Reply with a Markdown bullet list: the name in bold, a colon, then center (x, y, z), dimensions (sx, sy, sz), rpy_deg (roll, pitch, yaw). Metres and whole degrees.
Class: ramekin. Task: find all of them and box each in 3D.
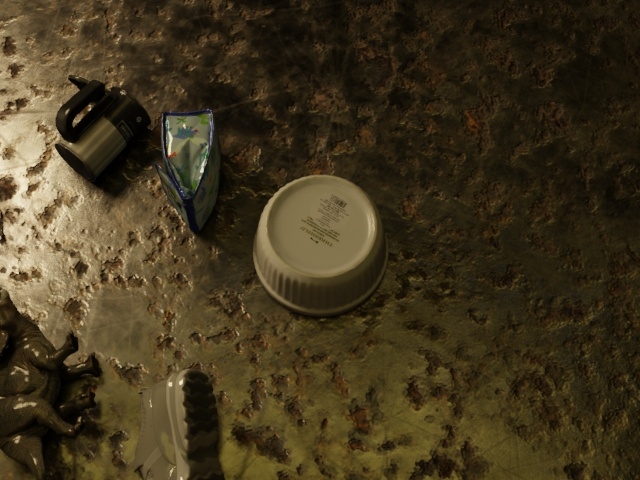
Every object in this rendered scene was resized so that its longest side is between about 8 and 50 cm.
- **ramekin**: center (0.000, 0.000, 1.493), dimensions (0.207, 0.109, 0.207), rpy_deg (0, 65, 0)

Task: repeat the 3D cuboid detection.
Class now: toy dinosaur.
- **toy dinosaur**: center (-0.404, 0.219, 1.405), dimensions (0.160, 0.121, 0.313), rpy_deg (-12, 70, 7)

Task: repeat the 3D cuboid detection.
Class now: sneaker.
- **sneaker**: center (-0.199, 0.323, 1.371), dimensions (0.115, 0.105, 0.281), rpy_deg (-15, 66, 30)

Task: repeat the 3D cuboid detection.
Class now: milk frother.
- **milk frother**: center (-0.371, -0.187, 1.592), dimensions (0.135, 0.129, 0.143), rpy_deg (-49, 32, -20)

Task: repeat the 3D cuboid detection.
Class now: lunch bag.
- **lunch bag**: center (-0.198, -0.103, 1.526), dimensions (0.096, 0.129, 0.151), rpy_deg (-5, 68, -2)

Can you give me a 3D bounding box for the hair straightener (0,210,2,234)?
- **hair straightener**: center (-0.580, -0.072, 1.553), dimensions (0.230, 0.047, 0.089), rpy_deg (31, 69, 12)
